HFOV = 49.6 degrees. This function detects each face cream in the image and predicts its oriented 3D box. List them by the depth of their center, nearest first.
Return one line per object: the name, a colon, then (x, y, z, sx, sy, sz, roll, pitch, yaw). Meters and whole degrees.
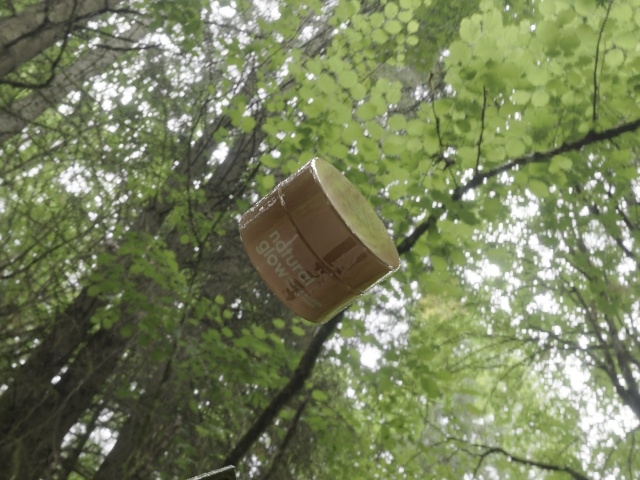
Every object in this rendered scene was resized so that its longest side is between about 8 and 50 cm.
face cream: (0.000, 0.000, 0.736, 0.104, 0.149, 0.149, -38, -73, 16)

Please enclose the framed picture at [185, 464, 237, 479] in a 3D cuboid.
framed picture: (-0.358, 0.674, 1.404, 0.446, 0.028, 0.326, -12, -82, -22)
